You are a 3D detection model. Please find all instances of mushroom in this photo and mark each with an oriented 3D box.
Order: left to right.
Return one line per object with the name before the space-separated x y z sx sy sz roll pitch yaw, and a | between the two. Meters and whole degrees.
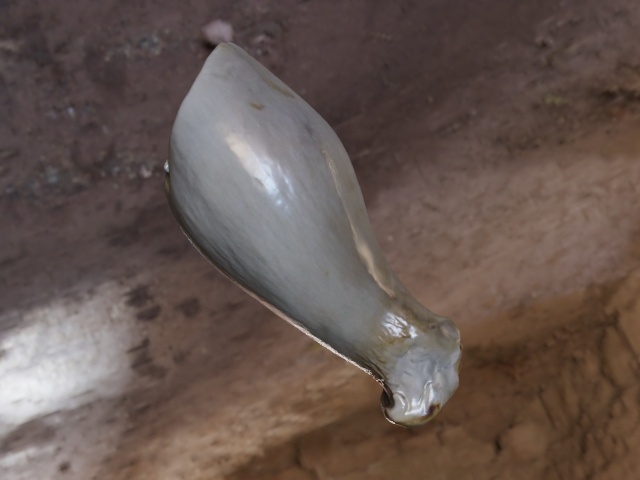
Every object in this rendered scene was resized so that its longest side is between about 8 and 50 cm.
mushroom | 0.000 0.000 0.672 0.093 0.225 0.116 -41 179 24
